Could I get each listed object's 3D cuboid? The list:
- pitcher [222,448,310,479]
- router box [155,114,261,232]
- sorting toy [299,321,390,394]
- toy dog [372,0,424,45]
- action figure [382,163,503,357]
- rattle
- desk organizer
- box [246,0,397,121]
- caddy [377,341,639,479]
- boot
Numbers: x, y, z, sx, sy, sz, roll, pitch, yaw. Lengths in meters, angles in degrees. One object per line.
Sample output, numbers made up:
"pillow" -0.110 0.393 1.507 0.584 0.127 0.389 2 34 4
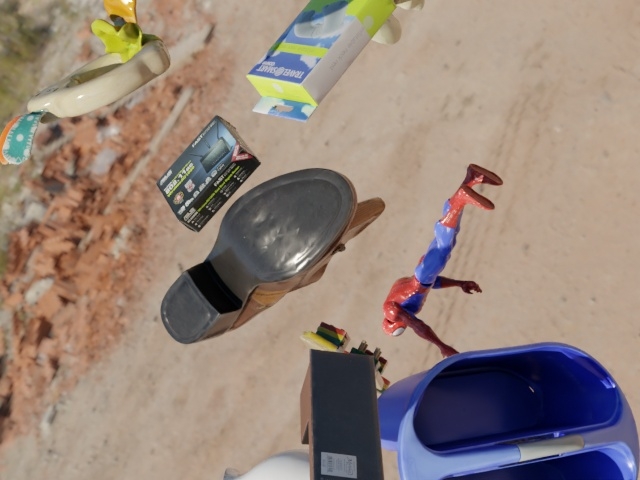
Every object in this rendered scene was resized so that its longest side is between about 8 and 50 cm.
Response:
"pitcher" -0.076 0.403 1.593 0.207 0.125 0.178 -17 21 31
"router box" -0.140 -0.084 1.299 0.122 0.038 0.092 -47 42 8
"sorting toy" 0.042 0.173 1.631 0.046 0.132 0.274 -61 -15 -11
"toy dog" 0.101 -0.553 1.477 0.408 0.395 0.284 -56 -7 29
"action figure" 0.175 0.049 1.351 0.280 0.139 0.091 -58 0 39
"rattle" -0.256 -0.178 1.022 0.200 0.142 0.130 -24 40 -1
"desk organizer" 0.012 0.139 0.701 0.130 0.047 0.050 -92 13 -48
"box" -0.005 -0.219 1.202 0.109 0.042 0.178 19 66 49
"caddy" 0.222 0.249 1.240 0.179 0.341 0.241 -26 70 60
"boot" 0.000 0.000 1.098 0.096 0.280 0.264 49 122 14
